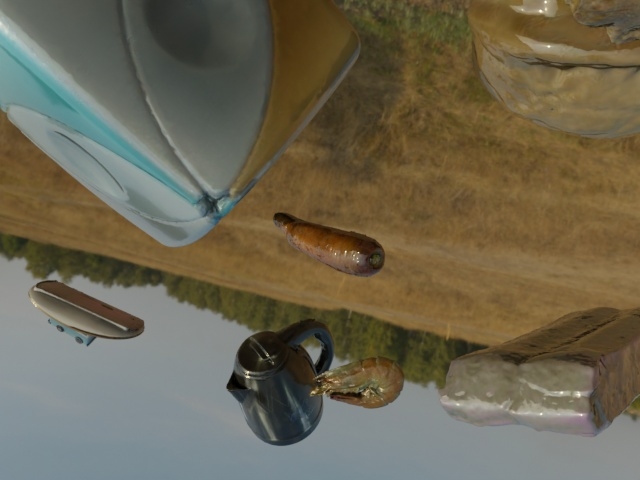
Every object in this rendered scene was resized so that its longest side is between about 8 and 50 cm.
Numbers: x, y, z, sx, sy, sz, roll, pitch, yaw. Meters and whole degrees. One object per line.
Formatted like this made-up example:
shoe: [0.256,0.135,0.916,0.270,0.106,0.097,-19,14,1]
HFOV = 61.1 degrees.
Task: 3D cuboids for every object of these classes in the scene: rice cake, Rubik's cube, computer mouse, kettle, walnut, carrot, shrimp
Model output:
rice cake: [0.217,0.095,0.449,0.106,0.050,0.298,-10,175,42]
Rubik's cube: [-0.201,-0.224,0.753,0.352,0.347,0.351,43,158,-15]
computer mouse: [-0.498,0.157,1.158,0.245,0.056,0.126,24,-176,-4]
kettle: [-0.091,0.352,1.459,0.228,0.321,0.324,42,155,39]
walnut: [0.387,-0.325,0.760,0.381,0.381,0.381,15,172,2]
carrot: [0.000,0.000,0.764,0.059,0.059,0.248,22,180,-39]
shrimp: [0.077,0.319,1.178,0.217,0.115,0.051,-14,-179,9]

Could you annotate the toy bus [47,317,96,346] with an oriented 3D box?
toy bus: [-0.619,0.203,1.371,0.123,0.060,0.075,31,128,1]

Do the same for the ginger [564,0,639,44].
ginger: [0.293,-0.249,0.495,0.213,0.138,0.074,-8,-146,-13]
